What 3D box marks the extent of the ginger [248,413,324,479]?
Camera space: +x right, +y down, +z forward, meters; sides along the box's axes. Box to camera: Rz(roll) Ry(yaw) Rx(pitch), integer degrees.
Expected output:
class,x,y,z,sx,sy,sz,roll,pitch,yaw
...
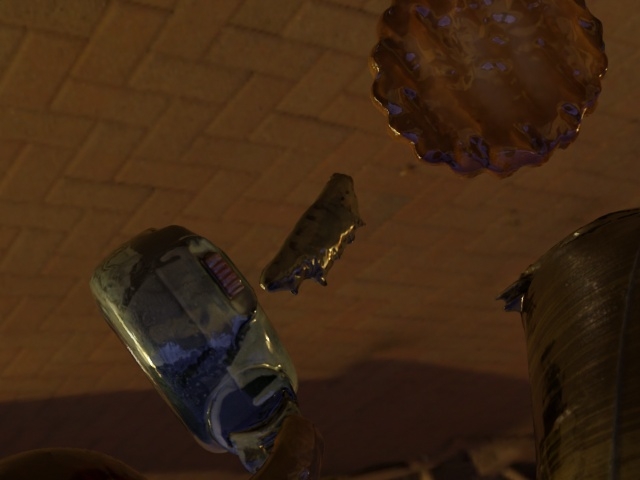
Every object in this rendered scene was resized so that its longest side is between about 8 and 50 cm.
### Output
class,x,y,z,sx,sy,sz,roll,pitch,yaw
ginger,-0.120,0.276,0.822,0.333,0.166,0.080,-33,124,18

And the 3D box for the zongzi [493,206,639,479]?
class,x,y,z,sx,sy,sz,roll,pitch,yaw
zongzi,0.342,0.095,0.769,0.432,0.403,0.208,-32,123,33

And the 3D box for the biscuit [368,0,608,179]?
class,x,y,z,sx,sy,sz,roll,pitch,yaw
biscuit,0.224,-0.239,1.484,0.326,0.325,0.107,-15,172,2

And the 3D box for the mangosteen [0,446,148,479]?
class,x,y,z,sx,sy,sz,roll,pitch,yaw
mangosteen,-0.310,0.401,1.206,0.306,0.306,0.359,17,127,-47

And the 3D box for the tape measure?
class,x,y,z,sx,sy,sz,roll,pitch,yaw
tape measure,-0.130,0.110,1.189,0.147,0.275,0.256,-35,-176,-14

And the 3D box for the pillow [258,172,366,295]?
class,x,y,z,sx,sy,sz,roll,pitch,yaw
pillow,0.001,-0.001,1.652,0.093,0.241,0.051,36,153,-4
